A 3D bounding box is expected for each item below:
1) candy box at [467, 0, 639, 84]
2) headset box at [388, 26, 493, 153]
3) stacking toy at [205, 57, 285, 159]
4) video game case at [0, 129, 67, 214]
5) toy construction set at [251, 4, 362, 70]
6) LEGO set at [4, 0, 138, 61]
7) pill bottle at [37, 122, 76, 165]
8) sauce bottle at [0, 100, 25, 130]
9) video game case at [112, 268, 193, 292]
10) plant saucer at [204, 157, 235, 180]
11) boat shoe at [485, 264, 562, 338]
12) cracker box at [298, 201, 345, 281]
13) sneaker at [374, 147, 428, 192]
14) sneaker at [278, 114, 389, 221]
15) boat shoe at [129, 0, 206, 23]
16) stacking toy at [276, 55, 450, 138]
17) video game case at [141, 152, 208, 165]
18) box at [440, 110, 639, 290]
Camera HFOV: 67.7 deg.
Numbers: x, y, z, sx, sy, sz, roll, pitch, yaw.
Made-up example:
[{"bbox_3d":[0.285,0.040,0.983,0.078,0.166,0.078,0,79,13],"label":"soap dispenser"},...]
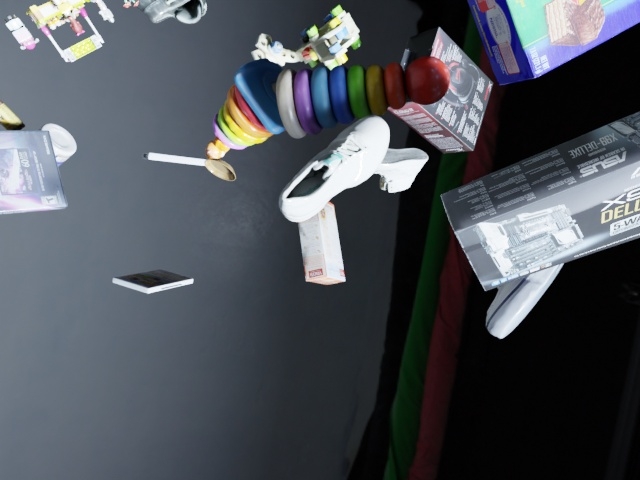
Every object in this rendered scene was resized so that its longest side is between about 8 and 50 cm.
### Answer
[{"bbox_3d":[0.404,-0.446,0.759,0.268,0.317,0.122,62,-2,-17],"label":"candy box"},{"bbox_3d":[0.315,-0.398,1.274,0.110,0.293,0.217,6,-105,52],"label":"headset box"},{"bbox_3d":[-0.192,-0.281,1.152,0.302,0.165,0.175,-29,-170,41],"label":"stacking toy"},{"bbox_3d":[-0.728,-0.150,1.048,0.026,0.274,0.195,-25,-101,47],"label":"video game case"},{"bbox_3d":[-0.026,-0.546,1.341,0.215,0.328,0.151,-57,136,-31],"label":"toy construction set"},{"bbox_3d":[-0.424,-0.425,0.894,0.107,0.287,0.132,63,-7,-30],"label":"LEGO set"},{"bbox_3d":[-0.856,-0.263,1.463,0.187,0.112,0.112,-31,-144,19],"label":"pill bottle"},{"bbox_3d":[-0.765,-0.311,1.128,0.042,0.128,0.042,-26,-147,18],"label":"sauce bottle"},{"bbox_3d":[-0.316,0.076,0.907,0.122,0.087,0.011,-9,110,-66],"label":"video game case"},{"bbox_3d":[-0.240,-0.175,1.152,0.015,0.084,0.083,-65,-173,-21],"label":"plant saucer"},{"bbox_3d":[0.420,0.025,1.002,0.367,0.157,0.136,-51,151,-10],"label":"boat shoe"},{"bbox_3d":[0.000,0.000,1.308,0.156,0.067,0.232,26,54,-68],"label":"cracker box"},{"bbox_3d":[0.230,-0.240,1.696,0.108,0.293,0.169,65,-33,37],"label":"sneaker"},{"bbox_3d":[0.024,-0.112,0.703,0.212,0.080,0.094,-45,170,-6],"label":"sneaker"},{"bbox_3d":[-0.326,-0.561,1.110,0.121,0.119,0.335,-20,-160,32],"label":"boat shoe"},{"bbox_3d":[0.087,-0.296,0.949,0.141,0.331,0.141,-6,90,-75],"label":"stacking toy"},{"bbox_3d":[-0.452,-0.260,1.532,0.193,0.213,0.023,21,-74,63],"label":"video game case"},{"bbox_3d":[0.366,-0.045,0.729,0.242,0.308,0.076,44,29,-53],"label":"box"}]
